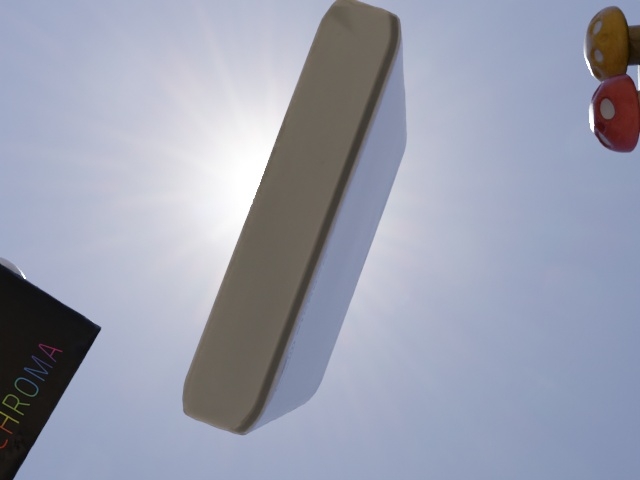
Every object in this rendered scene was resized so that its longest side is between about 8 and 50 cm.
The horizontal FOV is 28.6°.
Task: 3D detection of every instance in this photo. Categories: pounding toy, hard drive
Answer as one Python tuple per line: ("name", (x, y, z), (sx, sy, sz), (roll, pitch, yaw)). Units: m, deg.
("pounding toy", (0.226, -0.137, 0.833), (0.110, 0.183, 0.237), (-4, -79, -1))
("hard drive", (0.000, 0.000, 0.819), (0.047, 0.353, 0.233), (20, -93, 6))

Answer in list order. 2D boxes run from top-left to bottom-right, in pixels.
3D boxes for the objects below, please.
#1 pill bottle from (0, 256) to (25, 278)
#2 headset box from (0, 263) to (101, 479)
("pill bottle", (-0.283, 0.041, 0.859), (0.152, 0.086, 0.086), (10, -105, 24))
("headset box", (-0.301, 0.078, 0.658), (0.283, 0.131, 0.246), (34, -144, -8))
